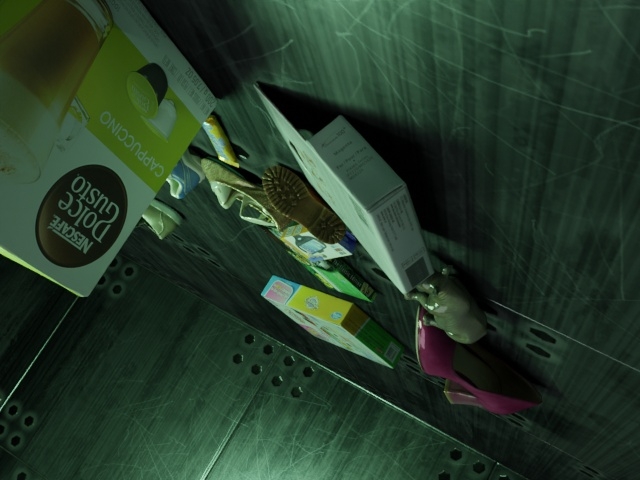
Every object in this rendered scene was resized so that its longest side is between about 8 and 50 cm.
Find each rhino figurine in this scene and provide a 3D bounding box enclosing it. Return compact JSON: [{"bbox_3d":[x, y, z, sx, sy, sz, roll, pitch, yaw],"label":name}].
[{"bbox_3d":[0.192,0.089,1.208,0.106,0.073,0.243,25,164,40],"label":"rhino figurine"}]

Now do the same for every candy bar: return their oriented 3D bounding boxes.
[{"bbox_3d":[-0.160,-0.158,1.201,0.040,0.018,0.161,27,166,16],"label":"candy bar"}]

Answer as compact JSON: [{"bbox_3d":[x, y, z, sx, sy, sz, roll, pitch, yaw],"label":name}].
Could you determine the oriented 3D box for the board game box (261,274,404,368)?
[{"bbox_3d":[0.028,0.205,1.970,0.317,0.064,0.242,16,159,48],"label":"board game box"}]

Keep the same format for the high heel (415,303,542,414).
[{"bbox_3d":[0.296,0.216,1.437,0.181,0.127,0.377,-2,150,24],"label":"high heel"}]

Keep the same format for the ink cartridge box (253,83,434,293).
[{"bbox_3d":[0.039,-0.073,1.003,0.239,0.060,0.275,52,177,28],"label":"ink cartridge box"}]

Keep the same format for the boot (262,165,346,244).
[{"bbox_3d":[-0.023,-0.055,1.195,0.158,0.059,0.084,43,-169,3],"label":"boot"}]

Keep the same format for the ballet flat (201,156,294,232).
[{"bbox_3d":[-0.133,-0.076,1.324,0.206,0.067,0.073,27,167,18],"label":"ballet flat"}]

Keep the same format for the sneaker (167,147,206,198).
[{"bbox_3d":[-0.284,-0.155,1.339,0.211,0.081,0.080,42,164,-33],"label":"sneaker"}]

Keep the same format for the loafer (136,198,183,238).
[{"bbox_3d":[-0.476,-0.085,1.968,0.251,0.087,0.094,28,166,11],"label":"loafer"}]

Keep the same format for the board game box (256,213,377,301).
[{"bbox_3d":[-0.006,0.036,1.532,0.136,0.030,0.260,13,157,46],"label":"board game box"}]

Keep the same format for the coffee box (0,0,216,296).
[{"bbox_3d":[-0.409,-0.180,0.983,0.338,0.334,0.337,22,164,32],"label":"coffee box"}]

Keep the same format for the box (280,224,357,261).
[{"bbox_3d":[0.000,0.000,1.348,0.081,0.028,0.136,37,154,-26],"label":"box"}]
